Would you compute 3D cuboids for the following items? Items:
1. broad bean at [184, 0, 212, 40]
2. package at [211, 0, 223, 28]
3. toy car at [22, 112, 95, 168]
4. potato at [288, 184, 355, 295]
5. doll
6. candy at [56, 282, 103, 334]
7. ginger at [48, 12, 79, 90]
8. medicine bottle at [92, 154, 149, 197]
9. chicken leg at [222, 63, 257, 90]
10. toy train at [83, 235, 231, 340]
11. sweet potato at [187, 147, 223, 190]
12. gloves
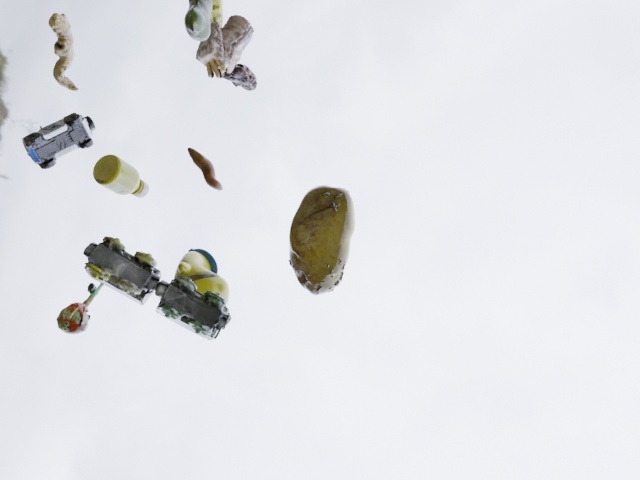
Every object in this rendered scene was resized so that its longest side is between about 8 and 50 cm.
[{"bbox_3d":[-0.232,-0.456,0.864,0.049,0.144,0.291,-13,-108,2],"label":"broad bean"},{"bbox_3d":[-0.389,-0.818,1.694,0.226,0.090,0.168,-112,-161,-54],"label":"package"},{"bbox_3d":[-0.624,-0.248,1.149,0.070,0.080,0.171,25,-128,32],"label":"toy car"},{"bbox_3d":[0.000,0.000,1.293,0.173,0.140,0.300,9,-84,1],"label":"potato"},{"bbox_3d":[-0.334,0.115,1.313,0.145,0.199,0.363,-25,-146,-6],"label":"doll"},{"bbox_3d":[-0.661,0.156,1.404,0.084,0.078,0.287,6,-139,13],"label":"candy"},{"bbox_3d":[-0.769,-0.554,1.428,0.288,0.075,0.089,126,-31,-52],"label":"ginger"},{"bbox_3d":[-0.742,-0.229,1.808,0.122,0.212,0.121,-5,-108,16],"label":"medicine bottle"},{"bbox_3d":[-0.203,-0.411,1.204,0.093,0.205,0.053,8,-87,3],"label":"chicken leg"},{"bbox_3d":[-0.210,0.064,0.620,0.060,0.202,0.081,-62,-177,-25],"label":"toy train"},{"bbox_3d":[-0.442,-0.278,1.843,0.058,0.202,0.055,-31,-169,15],"label":"sweet potato"},{"bbox_3d":[-0.211,-0.429,1.045,0.110,0.094,0.144,-30,-158,51],"label":"gloves"}]
